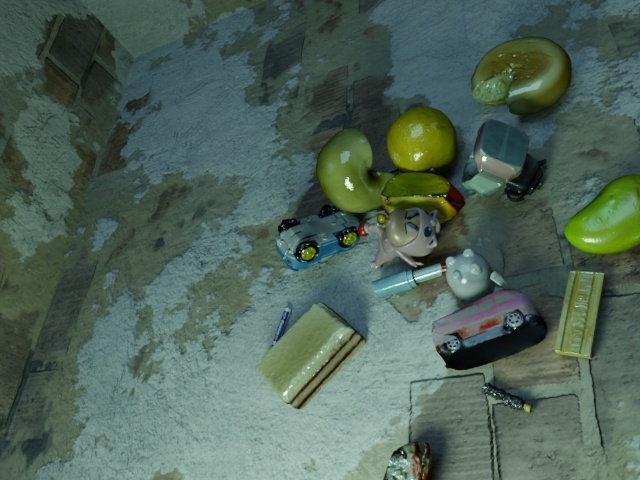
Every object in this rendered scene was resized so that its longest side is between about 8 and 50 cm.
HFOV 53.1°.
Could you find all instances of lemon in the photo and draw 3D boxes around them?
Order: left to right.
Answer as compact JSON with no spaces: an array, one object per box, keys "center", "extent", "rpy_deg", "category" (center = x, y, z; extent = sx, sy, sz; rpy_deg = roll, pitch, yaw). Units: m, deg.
[{"center":[0.355,-0.318,2.188],"extent":[0.240,0.240,0.219],"rpy_deg":[-28,62,14],"category":"lemon"}]

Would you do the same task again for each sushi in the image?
[{"center":[0.202,0.678,1.644],"extent":[0.129,0.124,0.332],"rpy_deg":[7,61,24],"category":"sushi"}]

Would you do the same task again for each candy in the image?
[{"center":[-0.035,0.359,2.022],"extent":[0.320,0.135,0.179],"rpy_deg":[-45,44,-3],"category":"candy"}]

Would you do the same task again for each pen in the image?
[{"center":[-0.143,0.323,2.192],"extent":[0.025,0.025,0.204],"rpy_deg":[3,60,34],"category":"pen"}]

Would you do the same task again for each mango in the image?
[{"center":[0.819,-0.060,1.753],"extent":[0.273,0.149,0.185],"rpy_deg":[-44,53,6],"category":"mango"}]

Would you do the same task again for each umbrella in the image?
[{"center":[0.493,0.418,1.698],"extent":[0.144,0.037,0.040],"rpy_deg":[19,65,43],"category":"umbrella"}]

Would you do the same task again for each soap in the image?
[{"center":[0.700,0.194,1.724],"extent":[0.092,0.037,0.252],"rpy_deg":[4,61,34],"category":"soap"}]

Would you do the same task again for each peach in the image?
[{"center":[0.343,-0.139,2.112],"extent":[0.267,0.159,0.154],"rpy_deg":[-3,47,16],"category":"peach"}]

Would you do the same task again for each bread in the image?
[{"center":[0.690,-0.553,2.183],"extent":[0.333,0.160,0.333],"rpy_deg":[-16,53,22],"category":"bread"}]

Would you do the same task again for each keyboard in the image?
[{"center":[0.235,-0.263,2.373],"extent":[0.165,0.017,0.055],"rpy_deg":[-22,54,19],"category":"keyboard"}]

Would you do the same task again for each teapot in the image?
[{"center":[0.650,-0.192,2.010],"extent":[0.096,0.087,0.177],"rpy_deg":[31,77,17],"category":"teapot"}]

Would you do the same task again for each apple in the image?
[{"center":[0.110,-0.223,2.231],"extent":[0.233,0.295,0.257],"rpy_deg":[-50,30,-17],"category":"apple"}]

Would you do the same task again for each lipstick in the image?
[{"center":[0.298,0.117,2.020],"extent":[0.274,0.068,0.061],"rpy_deg":[-20,60,21],"category":"lipstick"}]

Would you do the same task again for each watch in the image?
[{"center":[0.525,-0.247,2.017],"extent":[0.161,0.241,0.253],"rpy_deg":[25,57,-2],"category":"watch"}]

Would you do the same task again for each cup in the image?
[{"center":[0.446,0.113,1.876],"extent":[0.134,0.142,0.173],"rpy_deg":[-37,46,4],"category":"cup"}]

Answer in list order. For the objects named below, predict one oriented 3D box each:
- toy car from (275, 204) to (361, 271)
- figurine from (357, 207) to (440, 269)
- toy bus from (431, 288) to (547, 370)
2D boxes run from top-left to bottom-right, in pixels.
[{"center":[0.000,0.000,2.245],"extent":[0.314,0.166,0.198],"rpy_deg":[-20,42,-19],"category":"toy car"},{"center":[0.244,-0.008,2.047],"extent":[0.287,0.186,0.176],"rpy_deg":[-16,57,43],"category":"figurine"},{"center":[0.461,0.248,1.779],"extent":[0.302,0.127,0.147],"rpy_deg":[-26,45,15],"category":"toy bus"}]
